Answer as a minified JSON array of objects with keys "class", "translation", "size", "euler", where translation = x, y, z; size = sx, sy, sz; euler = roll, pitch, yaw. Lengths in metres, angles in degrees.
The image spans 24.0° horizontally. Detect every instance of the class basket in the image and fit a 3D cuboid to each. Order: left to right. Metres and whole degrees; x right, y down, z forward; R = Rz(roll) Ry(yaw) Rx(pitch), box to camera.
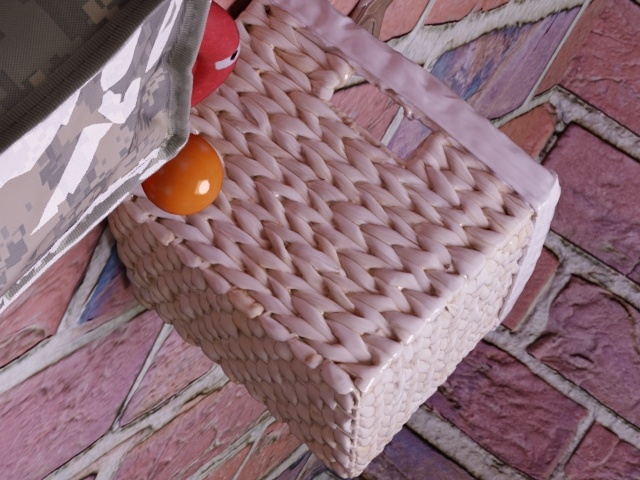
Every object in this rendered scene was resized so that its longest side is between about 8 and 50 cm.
[{"class":"basket","translation":[0.000,0.000,1.387],"size":[0.266,0.328,0.331],"euler":[-47,166,-15]}]

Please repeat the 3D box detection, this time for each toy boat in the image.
[{"class":"toy boat","translation":[-0.134,-0.075,1.085],"size":[0.231,0.151,0.151],"euler":[-51,167,-18]}]

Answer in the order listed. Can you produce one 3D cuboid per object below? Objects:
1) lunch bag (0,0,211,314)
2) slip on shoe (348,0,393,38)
[{"class":"lunch bag","translation":[-0.221,-0.057,0.627],"size":[0.287,0.235,0.169],"euler":[-47,168,-31]},{"class":"slip on shoe","translation":[0.046,-0.222,1.605],"size":[0.135,0.041,0.051],"euler":[-49,166,-25]}]
